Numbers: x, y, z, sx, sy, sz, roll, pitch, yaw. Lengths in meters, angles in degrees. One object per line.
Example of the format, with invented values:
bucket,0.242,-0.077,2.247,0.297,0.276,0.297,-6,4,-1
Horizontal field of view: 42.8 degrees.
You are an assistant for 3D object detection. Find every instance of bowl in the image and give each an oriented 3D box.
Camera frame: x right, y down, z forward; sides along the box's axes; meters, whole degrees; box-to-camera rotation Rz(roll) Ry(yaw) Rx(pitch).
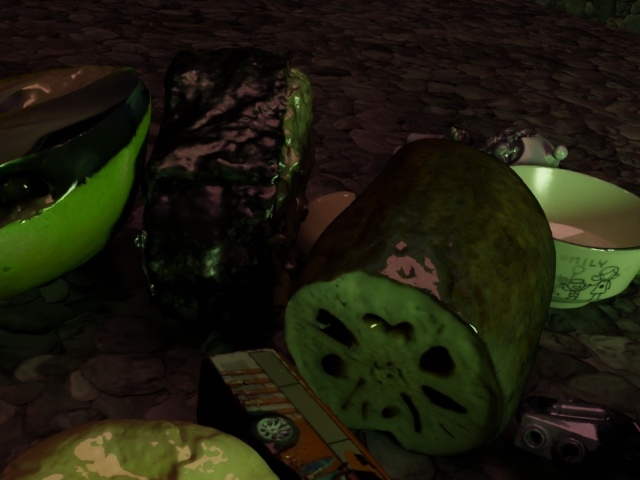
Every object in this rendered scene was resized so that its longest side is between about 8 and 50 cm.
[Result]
bowl,0.308,0.003,1.056,0.238,0.126,0.237,5,28,-3

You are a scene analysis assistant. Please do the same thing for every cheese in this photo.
cheese,0.005,0.012,1.027,0.249,0.070,0.163,-22,41,-30
cheese,-0.126,0.224,0.539,0.226,0.117,0.214,2,39,8

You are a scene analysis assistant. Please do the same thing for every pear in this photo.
pear,-0.357,-0.047,0.898,0.399,0.165,0.399,-12,31,7

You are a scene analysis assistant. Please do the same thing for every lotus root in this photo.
lotus root,0.119,0.032,0.839,0.251,0.250,0.346,14,34,12

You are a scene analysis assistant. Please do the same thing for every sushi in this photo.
sushi,-0.095,-0.069,0.925,0.171,0.211,0.350,1,55,7

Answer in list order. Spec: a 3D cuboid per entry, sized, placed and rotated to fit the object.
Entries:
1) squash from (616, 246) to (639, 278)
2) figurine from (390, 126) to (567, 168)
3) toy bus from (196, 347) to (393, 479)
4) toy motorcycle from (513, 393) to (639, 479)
squash,0.509,0.024,1.127,0.229,0.066,0.066,1,29,-11
figurine,0.248,-0.121,1.269,0.194,0.133,0.274,-24,37,-22
toy bus,0.020,0.226,0.621,0.092,0.093,0.409,-6,31,-34
toy motorcycle,0.294,0.201,0.690,0.271,0.106,0.159,18,11,18
